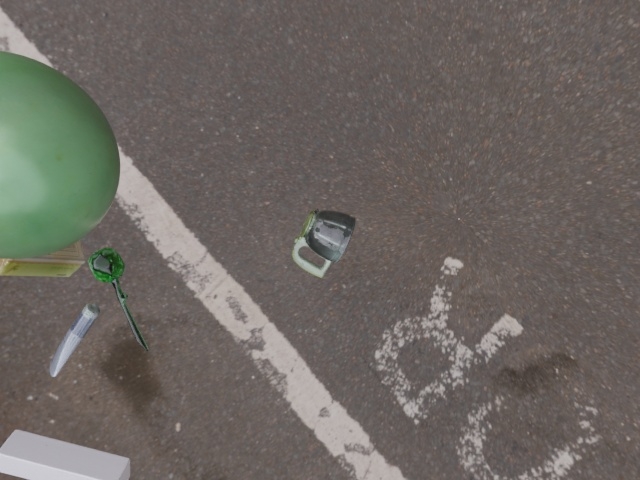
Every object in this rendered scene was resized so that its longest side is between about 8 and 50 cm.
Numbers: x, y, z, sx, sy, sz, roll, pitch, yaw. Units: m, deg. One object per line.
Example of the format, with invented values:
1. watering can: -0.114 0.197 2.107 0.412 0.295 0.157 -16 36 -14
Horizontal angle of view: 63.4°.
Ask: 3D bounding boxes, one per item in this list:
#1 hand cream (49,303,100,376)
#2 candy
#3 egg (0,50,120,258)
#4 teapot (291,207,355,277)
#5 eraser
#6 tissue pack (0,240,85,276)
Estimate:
1. hand cream: -0.746 0.298 1.558 0.048 0.079 0.255 28 106 -33
2. candy: -0.560 0.169 1.469 0.097 0.097 0.323 -30 81 14
3. egg: -0.351 -0.095 0.574 0.270 0.220 0.220 26 99 31
4. teapot: 0.002 -0.002 0.951 0.091 0.092 0.124 24 78 -7
5. eraser: -0.624 0.551 1.270 0.299 0.076 0.078 13 121 3
6. tissue pack: -0.892 0.021 1.633 0.125 0.234 0.159 -38 66 26
